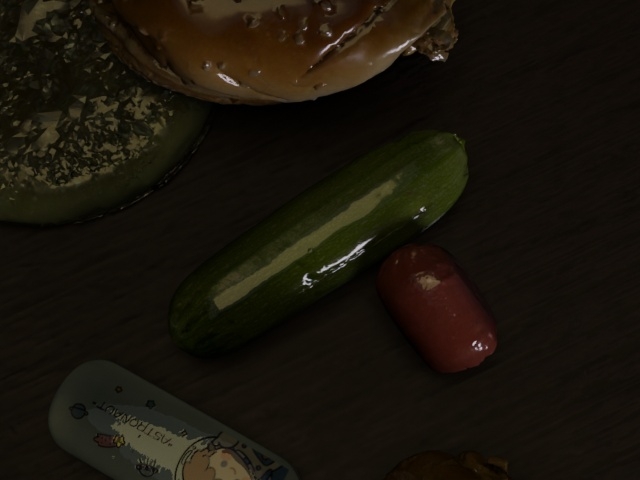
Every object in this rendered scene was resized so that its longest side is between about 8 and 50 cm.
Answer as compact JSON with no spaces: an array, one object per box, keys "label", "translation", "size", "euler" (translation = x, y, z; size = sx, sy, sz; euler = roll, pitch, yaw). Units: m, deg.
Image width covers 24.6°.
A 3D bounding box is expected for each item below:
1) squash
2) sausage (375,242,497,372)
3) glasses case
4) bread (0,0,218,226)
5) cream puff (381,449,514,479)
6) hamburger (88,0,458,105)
[{"label":"squash","translation":[0.000,0.000,0.991],"size":[0.239,0.069,0.069],"euler":[-33,77,-6]},{"label":"sausage","translation":[0.079,0.042,0.976],"size":[0.054,0.059,0.094],"euler":[-33,96,22]},{"label":"glasses case","translation":[-0.096,0.142,0.970],"size":[0.178,0.045,0.067],"euler":[28,80,8]},{"label":"bread","translation":[-0.199,-0.137,1.046],"size":[0.267,0.040,0.267],"euler":[0,76,2]},{"label":"cream puff","translation":[0.086,0.204,0.912],"size":[0.103,0.126,0.144],"euler":[16,65,-25]},{"label":"hamburger","translation":[-0.034,-0.201,0.988],"size":[0.286,0.146,0.243],"euler":[44,75,2]}]
